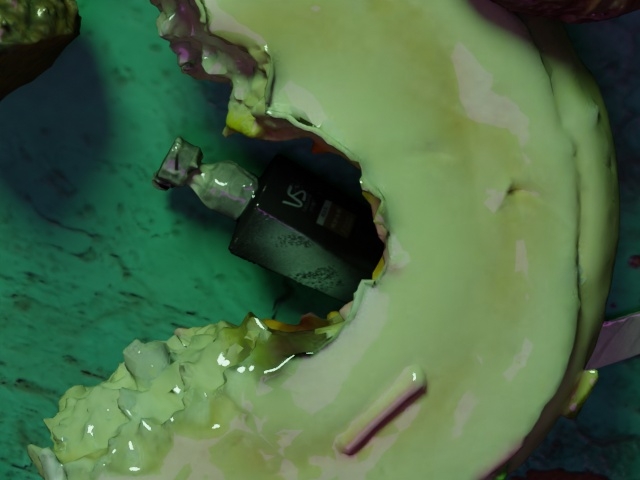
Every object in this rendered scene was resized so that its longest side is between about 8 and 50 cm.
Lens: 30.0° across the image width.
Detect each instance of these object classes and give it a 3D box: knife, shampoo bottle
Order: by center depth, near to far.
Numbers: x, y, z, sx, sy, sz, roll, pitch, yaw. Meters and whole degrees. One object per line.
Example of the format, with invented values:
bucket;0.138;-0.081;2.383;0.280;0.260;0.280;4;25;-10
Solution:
shampoo bottle;-0.010;-0.005;0.772;0.208;0.057;0.063;28;132;-7
knife;0.137;0.091;0.834;0.298;0.017;0.047;-21;118;15

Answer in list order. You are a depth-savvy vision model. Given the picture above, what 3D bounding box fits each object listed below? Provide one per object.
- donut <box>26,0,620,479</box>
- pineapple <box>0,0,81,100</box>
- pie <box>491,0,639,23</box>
donut;0.008;-0.007;0.661;0.307;0.150;0.371;6;100;-7
pineapple;-0.249;-0.189;0.675;0.125;0.125;0.251;-38;99;26
pie;0.125;-0.211;0.560;0.204;0.054;0.218;-23;111;-26
